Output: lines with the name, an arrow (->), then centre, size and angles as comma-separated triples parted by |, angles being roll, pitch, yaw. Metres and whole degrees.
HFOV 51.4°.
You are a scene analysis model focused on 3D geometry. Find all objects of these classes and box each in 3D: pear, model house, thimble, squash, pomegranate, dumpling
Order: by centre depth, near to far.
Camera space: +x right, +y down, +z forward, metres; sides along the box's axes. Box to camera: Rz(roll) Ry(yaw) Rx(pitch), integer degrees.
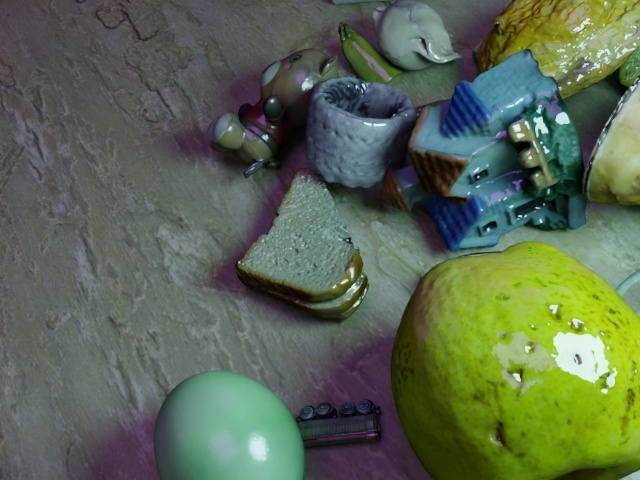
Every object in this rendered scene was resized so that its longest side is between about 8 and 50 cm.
pear -> 0.270, 0.183, 0.940 | 0.391, 0.391, 0.391 | -7, 55, 11
model house -> 0.265, -0.123, 1.191 | 0.329, 0.295, 0.251 | -22, 58, 8
thimble -> 0.074, -0.221, 1.342 | 0.217, 0.157, 0.245 | 7, 34, -7
pomegranate -> 0.675, -0.357, 1.344 | 0.169, 0.122, 0.143 | 28, 96, -1
dumpling -> 0.228, -0.464, 1.527 | 0.258, 0.193, 0.147 | 53, 126, 43
squash -> 0.102, -0.434, 1.577 | 0.090, 0.075, 0.200 | -41, 77, 9

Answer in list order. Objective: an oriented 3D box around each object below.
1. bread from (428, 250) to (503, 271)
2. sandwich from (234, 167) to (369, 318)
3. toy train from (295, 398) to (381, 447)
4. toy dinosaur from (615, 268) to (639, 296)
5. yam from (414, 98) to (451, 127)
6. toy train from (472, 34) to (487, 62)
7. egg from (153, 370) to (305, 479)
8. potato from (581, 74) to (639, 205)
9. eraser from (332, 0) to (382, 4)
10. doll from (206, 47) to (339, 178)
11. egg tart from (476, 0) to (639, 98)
bread -> 0.300, 0.058, 1.202 | 0.214, 0.053, 0.073 | -8, 59, 7
sandwich -> 0.001, 0.003, 1.291 | 0.254, 0.099, 0.288 | 13, 60, 31
toy train -> 0.029, 0.306, 1.116 | 0.148, 0.038, 0.071 | -8, 55, 11
toy dinosaur -> 0.599, 0.027, 1.061 | 0.393, 0.092, 0.205 | -11, 31, -31
yam -> 0.303, -0.277, 1.423 | 0.253, 0.061, 0.061 | -7, 55, 11
toy train -> 0.405, -0.421, 1.500 | 0.081, 0.050, 0.122 | -42, 57, -8
egg -> -0.144, 0.324, 1.039 | 0.220, 0.220, 0.269 | -35, 47, -9
potato -> 0.659, -0.146, 1.073 | 0.296, 0.290, 0.397 | 31, 28, 32
eraser -> 0.149, -0.685, 1.669 | 0.270, 0.174, 0.095 | 2, 57, 16
doll -> -0.090, -0.286, 1.469 | 0.330, 0.235, 0.174 | -46, 100, -7
egg tart -> 0.456, -0.405, 1.316 | 0.339, 0.153, 0.351 | -40, 33, -2
